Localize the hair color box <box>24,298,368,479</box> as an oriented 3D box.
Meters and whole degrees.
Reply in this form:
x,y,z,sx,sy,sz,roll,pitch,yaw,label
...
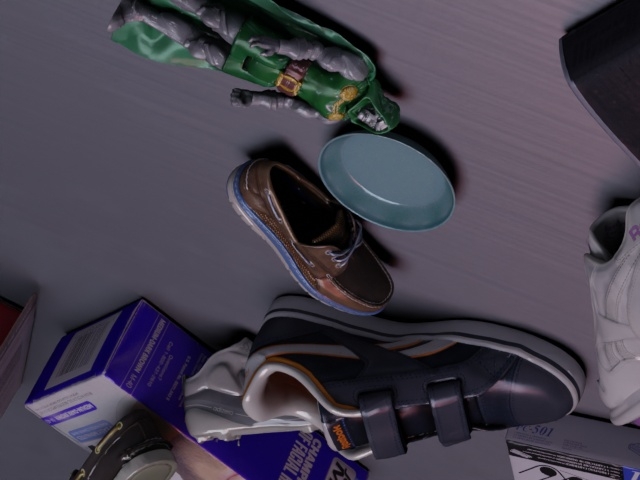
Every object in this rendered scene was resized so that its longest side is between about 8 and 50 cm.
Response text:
x,y,z,sx,sy,sz,roll,pitch,yaw,label
-0.135,0.221,1.683,0.339,0.110,0.185,38,145,-21,hair color box

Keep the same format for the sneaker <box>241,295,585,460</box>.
x,y,z,sx,sy,sz,roll,pitch,yaw,label
0.078,0.145,1.418,0.321,0.127,0.126,7,141,24,sneaker

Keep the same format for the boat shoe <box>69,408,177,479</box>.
x,y,z,sx,sy,sz,roll,pitch,yaw,label
-0.225,0.259,1.598,0.081,0.068,0.228,-1,145,-42,boat shoe

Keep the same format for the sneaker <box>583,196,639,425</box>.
x,y,z,sx,sy,sz,roll,pitch,yaw,label
0.268,0.053,1.199,0.152,0.114,0.305,62,171,19,sneaker

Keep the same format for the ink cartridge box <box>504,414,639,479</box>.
x,y,z,sx,sy,sz,roll,pitch,yaw,label
0.284,0.217,1.449,0.207,0.046,0.097,10,146,22,ink cartridge box

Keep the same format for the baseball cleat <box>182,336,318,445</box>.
x,y,z,sx,sy,sz,roll,pitch,yaw,label
-0.040,0.148,1.549,0.206,0.109,0.072,-8,176,2,baseball cleat

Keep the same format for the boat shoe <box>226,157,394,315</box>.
x,y,z,sx,sy,sz,roll,pitch,yaw,label
0.000,0.000,1.309,0.183,0.066,0.066,39,155,-19,boat shoe

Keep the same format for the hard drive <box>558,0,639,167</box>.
x,y,z,sx,sy,sz,roll,pitch,yaw,label
0.294,-0.073,1.027,0.255,0.054,0.172,38,145,-18,hard drive

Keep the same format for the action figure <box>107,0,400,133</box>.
x,y,z,sx,sy,sz,roll,pitch,yaw,label
-0.044,-0.141,1.160,0.232,0.063,0.137,24,144,-4,action figure

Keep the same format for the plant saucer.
x,y,z,sx,sy,sz,roll,pitch,yaw,label
0.057,-0.053,1.246,0.119,0.021,0.119,18,147,12,plant saucer

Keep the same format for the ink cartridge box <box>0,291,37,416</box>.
x,y,z,sx,sy,sz,roll,pitch,yaw,label
-0.444,0.202,1.678,0.130,0.309,0.272,26,146,-1,ink cartridge box
